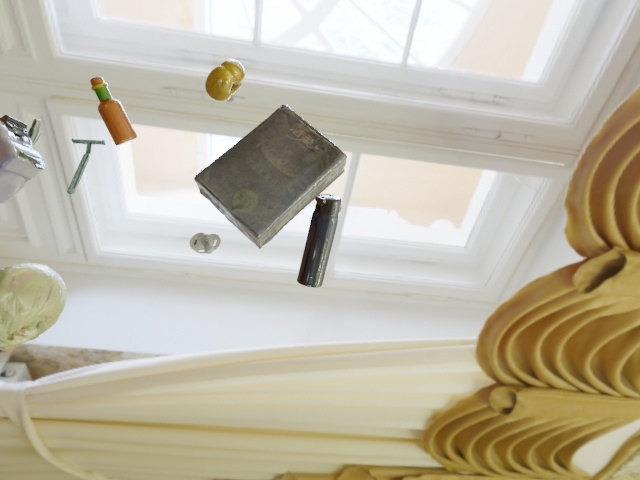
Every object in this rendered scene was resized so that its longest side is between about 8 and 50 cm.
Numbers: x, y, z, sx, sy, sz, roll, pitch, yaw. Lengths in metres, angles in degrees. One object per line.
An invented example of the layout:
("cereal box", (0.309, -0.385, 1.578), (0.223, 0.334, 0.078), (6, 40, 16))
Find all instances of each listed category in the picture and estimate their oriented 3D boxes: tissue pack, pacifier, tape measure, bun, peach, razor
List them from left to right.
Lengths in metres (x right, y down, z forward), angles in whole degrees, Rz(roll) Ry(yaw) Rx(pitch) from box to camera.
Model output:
("tape measure", (-0.669, -0.164, 0.945), (0.178, 0.196, 0.105), (63, 14, 22))
("bun", (-0.695, 0.160, 1.017), (0.153, 0.243, 0.244), (62, -14, 12))
("razor", (-0.630, -0.196, 1.199), (0.036, 0.084, 0.211), (102, -15, -49))
("pacifier", (-0.356, 0.018, 1.418), (0.078, 0.099, 0.082), (48, -55, 44))
("peach", (-0.372, -0.628, 1.782), (0.179, 0.103, 0.179), (-47, -174, 7))
("tissue pack", (-0.149, -0.207, 1.420), (0.394, 0.288, 0.124), (-43, 168, -19))

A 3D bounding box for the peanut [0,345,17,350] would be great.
("peanut", (-0.883, 0.221, 1.280), (0.082, 0.082, 0.187), (104, -29, -57))

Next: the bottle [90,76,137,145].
("bottle", (-0.584, -0.363, 1.275), (0.069, 0.069, 0.187), (-103, 172, -76))

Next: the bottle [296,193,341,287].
("bottle", (0.000, 0.000, 1.193), (0.072, 0.082, 0.245), (27, -71, 44))
